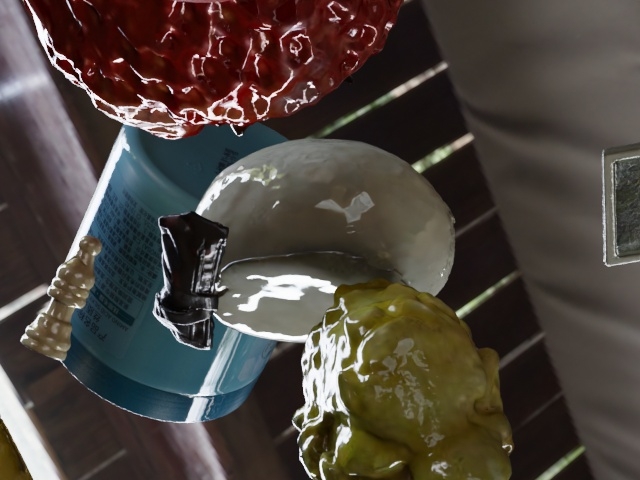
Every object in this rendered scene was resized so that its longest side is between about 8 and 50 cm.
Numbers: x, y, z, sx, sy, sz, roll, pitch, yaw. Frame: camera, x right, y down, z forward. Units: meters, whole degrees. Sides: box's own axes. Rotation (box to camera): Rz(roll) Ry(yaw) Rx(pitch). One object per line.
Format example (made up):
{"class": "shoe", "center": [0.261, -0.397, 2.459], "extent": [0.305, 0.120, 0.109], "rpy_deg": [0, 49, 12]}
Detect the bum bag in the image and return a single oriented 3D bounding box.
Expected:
{"class": "bum bag", "center": [-0.099, 0.029, 0.865], "extent": [0.058, 0.034, 0.124], "rpy_deg": [20, 123, 15]}

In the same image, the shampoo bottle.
{"class": "shampoo bottle", "center": [-0.184, 0.023, 1.641], "extent": [0.331, 0.331, 0.342], "rpy_deg": [44, 123, 28]}

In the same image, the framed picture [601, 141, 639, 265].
{"class": "framed picture", "center": [0.613, -0.075, 1.842], "extent": [0.020, 0.324, 0.240], "rpy_deg": [-95, -4, -51]}

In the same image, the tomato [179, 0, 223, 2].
{"class": "tomato", "center": [-0.060, -0.260, 0.518], "extent": [0.298, 0.299, 0.226], "rpy_deg": [106, 154, -59]}

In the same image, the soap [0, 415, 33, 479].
{"class": "soap", "center": [-0.426, 0.237, 1.073], "extent": [0.156, 0.293, 0.335], "rpy_deg": [-5, 116, 30]}

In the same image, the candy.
{"class": "candy", "center": [0.000, 0.000, 1.188], "extent": [0.295, 0.295, 0.185], "rpy_deg": [119, 157, -63]}

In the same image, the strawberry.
{"class": "strawberry", "center": [-0.103, -0.211, 0.843], "extent": [0.292, 0.310, 0.291], "rpy_deg": [2, 93, 43]}

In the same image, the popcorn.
{"class": "popcorn", "center": [0.086, 0.158, 1.014], "extent": [0.266, 0.192, 0.233], "rpy_deg": [48, 137, 49]}

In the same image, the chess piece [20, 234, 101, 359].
{"class": "chess piece", "center": [-0.186, 0.039, 0.847], "extent": [0.035, 0.092, 0.035], "rpy_deg": [23, 177, 1]}
